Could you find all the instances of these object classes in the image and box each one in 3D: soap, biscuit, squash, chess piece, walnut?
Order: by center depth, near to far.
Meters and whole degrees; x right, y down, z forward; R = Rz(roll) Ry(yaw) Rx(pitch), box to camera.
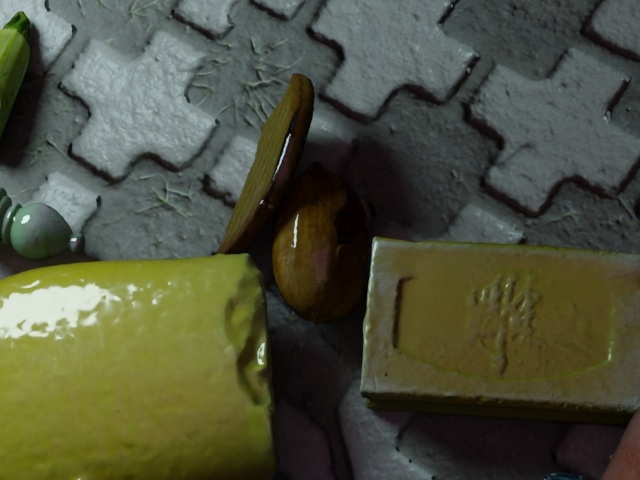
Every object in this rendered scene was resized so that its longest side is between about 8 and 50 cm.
[{"bbox_3d":[0.206,0.101,1.377,0.314,0.091,0.199,4,76,10],"label":"soap"},{"bbox_3d":[-0.256,0.172,1.409,0.427,0.115,0.306,-6,77,7],"label":"soap"},{"bbox_3d":[0.000,0.000,1.430,0.115,0.116,0.207,-8,64,6],"label":"walnut"},{"bbox_3d":[-0.063,-0.078,1.461,0.031,0.176,0.229,23,113,-16],"label":"biscuit"},{"bbox_3d":[-0.418,-0.031,1.500,0.271,0.139,0.139,17,76,0],"label":"chess piece"},{"bbox_3d":[-0.417,-0.213,1.566,0.090,0.075,0.200,6,71,37],"label":"squash"}]

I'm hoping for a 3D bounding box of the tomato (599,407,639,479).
[{"bbox_3d":[0.405,0.253,1.183,0.272,0.341,0.341,33,81,28],"label":"tomato"}]

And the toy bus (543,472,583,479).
[{"bbox_3d":[0.259,0.332,1.311,0.047,0.065,0.166,1,75,10],"label":"toy bus"}]
